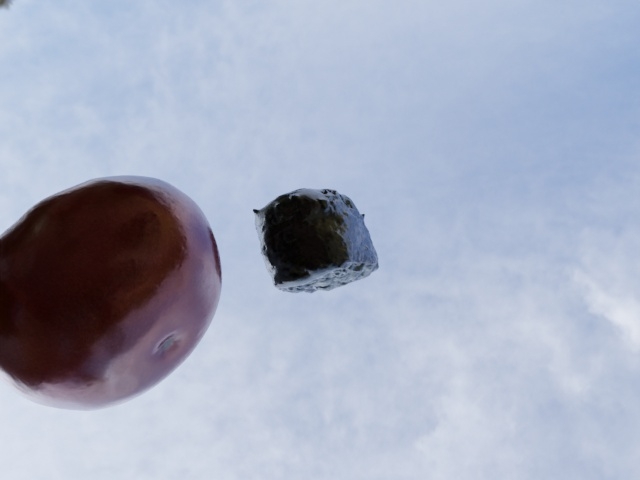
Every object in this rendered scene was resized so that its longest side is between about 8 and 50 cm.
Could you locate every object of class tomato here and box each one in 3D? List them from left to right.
[{"bbox_3d":[-0.163,0.042,0.470,0.136,0.195,0.195,37,-112,23],"label":"tomato"}]

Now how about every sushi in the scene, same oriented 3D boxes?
[{"bbox_3d":[0.000,0.000,0.812,0.124,0.225,0.127,-22,-103,18],"label":"sushi"}]
